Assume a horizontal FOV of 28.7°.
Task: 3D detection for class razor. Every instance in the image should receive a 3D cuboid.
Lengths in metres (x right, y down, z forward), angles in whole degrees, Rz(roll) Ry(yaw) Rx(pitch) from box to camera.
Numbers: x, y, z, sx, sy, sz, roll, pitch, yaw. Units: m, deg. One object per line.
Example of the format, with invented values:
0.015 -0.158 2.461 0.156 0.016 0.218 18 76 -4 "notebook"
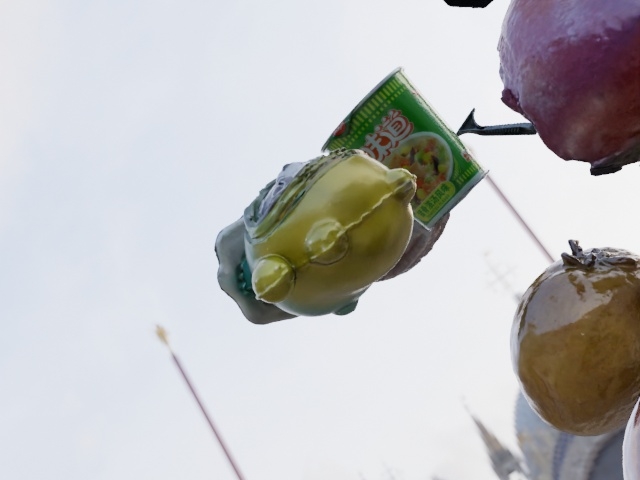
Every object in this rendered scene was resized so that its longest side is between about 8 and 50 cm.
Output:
0.301 -0.187 2.079 0.033 0.190 0.066 41 -105 -28 "razor"

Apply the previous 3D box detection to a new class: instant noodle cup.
0.148 -0.141 2.105 0.207 0.232 0.207 -45 -3 -3 "instant noodle cup"

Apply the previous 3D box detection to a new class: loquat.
0.334 0.121 1.505 0.238 0.193 0.238 -20 -61 -40 "loquat"

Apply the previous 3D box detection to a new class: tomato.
0.347 -0.249 1.368 0.335 0.289 0.176 -16 -33 -12 "tomato"

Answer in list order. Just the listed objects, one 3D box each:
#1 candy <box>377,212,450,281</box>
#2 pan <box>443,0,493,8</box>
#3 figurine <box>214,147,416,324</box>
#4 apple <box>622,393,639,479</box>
0.138 -0.055 2.452 0.289 0.214 0.157 -58 -19 19 "candy"
0.193 -0.434 1.828 0.128 0.202 0.048 -40 14 21 "pan"
0.000 0.000 1.758 0.324 0.231 0.340 -38 5 -26 "figurine"
0.328 0.158 0.813 0.252 0.206 0.272 -7 13 23 "apple"
